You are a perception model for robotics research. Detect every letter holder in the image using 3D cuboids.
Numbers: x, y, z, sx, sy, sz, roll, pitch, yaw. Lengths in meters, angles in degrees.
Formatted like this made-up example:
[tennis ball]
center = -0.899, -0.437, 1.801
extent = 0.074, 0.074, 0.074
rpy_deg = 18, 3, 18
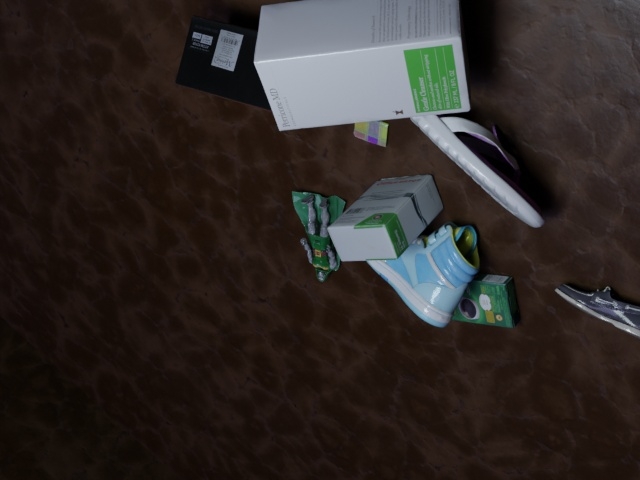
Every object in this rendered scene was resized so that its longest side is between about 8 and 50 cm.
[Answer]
[letter holder]
center = -0.114, -0.357, 2.097
extent = 0.301, 0.214, 0.152
rpy_deg = 19, 98, 27

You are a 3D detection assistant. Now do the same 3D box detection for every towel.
[towel]
center = 0.106, -0.236, 2.082
extent = 0.083, 0.009, 0.060
rpy_deg = 23, 131, 25

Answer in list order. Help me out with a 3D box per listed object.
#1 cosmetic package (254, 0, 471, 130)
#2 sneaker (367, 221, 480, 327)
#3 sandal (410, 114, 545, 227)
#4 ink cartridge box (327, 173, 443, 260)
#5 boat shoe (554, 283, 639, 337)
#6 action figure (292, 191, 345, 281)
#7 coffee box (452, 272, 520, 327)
[cosmetic package]
center = 0.081, -0.332, 1.790
extent = 0.365, 0.155, 0.197
rpy_deg = -6, 145, 12
[sneaker]
center = 0.220, 0.013, 2.102
extent = 0.319, 0.127, 0.208
rpy_deg = 47, 111, 35
[sandal]
center = 0.291, -0.191, 1.886
extent = 0.416, 0.169, 0.102
rpy_deg = 44, 97, 6
[ink cartridge box]
center = 0.138, -0.047, 2.044
extent = 0.153, 0.208, 0.087
rpy_deg = -3, 120, 42
[boat shoe]
center = 0.564, 0.126, 1.939
extent = 0.206, 0.075, 0.065
rpy_deg = 28, 91, 29
[action figure]
center = 0.000, 0.000, 2.304
extent = 0.137, 0.063, 0.232
rpy_deg = 15, 131, 28
[coffee box]
center = 0.333, 0.123, 2.126
extent = 0.184, 0.040, 0.113
rpy_deg = 4, 120, 37
